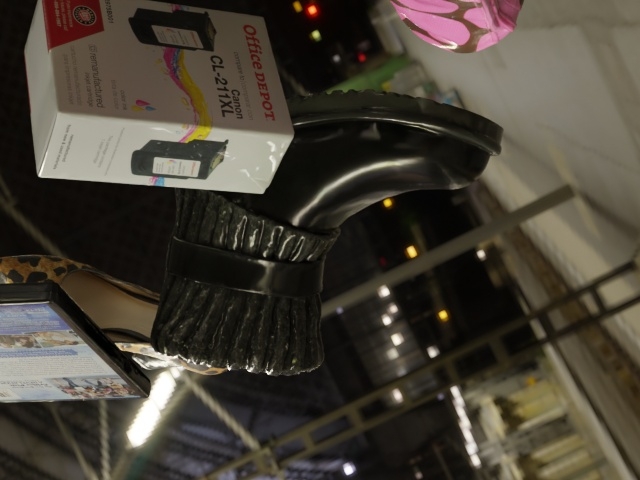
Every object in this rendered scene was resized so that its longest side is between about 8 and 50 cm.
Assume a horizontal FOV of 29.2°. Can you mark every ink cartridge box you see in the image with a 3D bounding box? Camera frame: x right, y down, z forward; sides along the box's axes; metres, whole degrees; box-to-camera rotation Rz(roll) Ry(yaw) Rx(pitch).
[{"bbox_3d":[-0.120,-0.109,0.902,0.072,0.175,0.127,121,143,-46],"label":"ink cartridge box"}]

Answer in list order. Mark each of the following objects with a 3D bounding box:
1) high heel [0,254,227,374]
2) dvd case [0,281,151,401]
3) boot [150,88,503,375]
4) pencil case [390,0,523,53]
[{"bbox_3d":[-0.207,0.069,1.306,0.261,0.186,0.093,33,-119,-36],"label":"high heel"},{"bbox_3d":[-0.273,0.096,1.093,0.253,0.180,0.022,67,-158,-63],"label":"dvd case"},{"bbox_3d":[0.001,0.000,1.160,0.131,0.348,0.260,12,-100,-59],"label":"boot"},{"bbox_3d":[0.065,-0.162,0.668,0.098,0.095,0.209,32,-175,15],"label":"pencil case"}]
